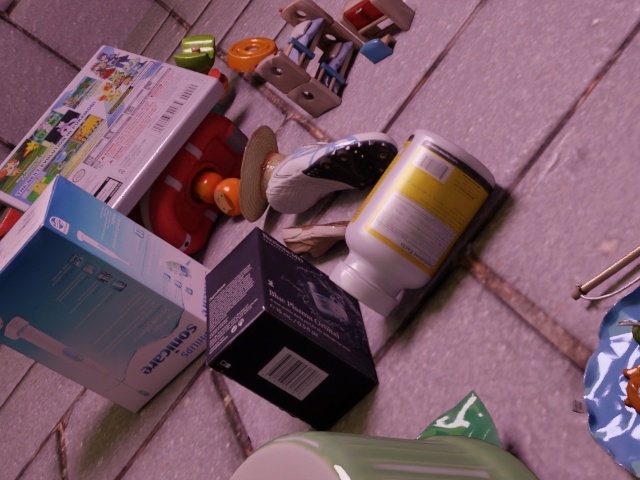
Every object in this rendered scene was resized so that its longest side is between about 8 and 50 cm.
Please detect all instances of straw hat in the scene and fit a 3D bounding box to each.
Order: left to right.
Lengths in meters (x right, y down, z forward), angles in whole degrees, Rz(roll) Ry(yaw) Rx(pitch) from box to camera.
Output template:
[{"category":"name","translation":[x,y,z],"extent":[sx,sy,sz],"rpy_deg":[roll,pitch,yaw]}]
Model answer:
[{"category":"straw hat","translation":[-0.062,-0.092,1.393],"extent":[0.061,0.144,0.144],"rpy_deg":[9,61,20]}]

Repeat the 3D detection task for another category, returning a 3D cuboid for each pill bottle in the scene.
[{"category":"pill bottle","translation":[0.091,-0.016,1.000],"extent":[0.184,0.103,0.103],"rpy_deg":[-55,26,1]}]

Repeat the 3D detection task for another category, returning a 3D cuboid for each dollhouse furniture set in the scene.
[{"category":"dollhouse furniture set","translation":[0.018,-0.296,1.428],"extent":[0.184,0.129,0.129],"rpy_deg":[-20,43,50]}]

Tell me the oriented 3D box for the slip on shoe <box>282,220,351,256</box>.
[{"category":"slip on shoe","translation":[0.000,0.000,1.214],"extent":[0.135,0.051,0.041],"rpy_deg":[-4,95,49]}]

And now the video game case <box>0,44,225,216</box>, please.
[{"category":"video game case","translation":[-0.350,-0.159,1.539],"extent":[0.300,0.036,0.329],"rpy_deg":[22,69,37]}]

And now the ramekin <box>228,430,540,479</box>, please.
[{"category":"ramekin","translation":[0.022,0.271,0.636],"extent":[0.303,0.148,0.303],"rpy_deg":[-36,46,49]}]

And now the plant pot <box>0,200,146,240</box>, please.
[{"category":"plant pot","translation":[-0.386,-0.077,1.740],"extent":[0.267,0.236,0.267],"rpy_deg":[-19,43,51]}]

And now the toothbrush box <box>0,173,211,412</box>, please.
[{"category":"toothbrush box","translation":[-0.312,0.083,1.356],"extent":[0.216,0.295,0.126],"rpy_deg":[-43,27,26]}]

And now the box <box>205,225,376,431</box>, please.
[{"category":"box","translation":[-0.035,0.092,1.027],"extent":[0.093,0.156,0.158],"rpy_deg":[-45,27,19]}]

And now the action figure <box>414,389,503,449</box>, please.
[{"category":"action figure","translation":[0.123,0.223,0.709],"extent":[0.137,0.063,0.232],"rpy_deg":[-51,27,6]}]

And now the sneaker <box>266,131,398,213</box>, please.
[{"category":"sneaker","translation":[0.012,-0.102,1.260],"extent":[0.237,0.085,0.086],"rpy_deg":[-20,47,49]}]

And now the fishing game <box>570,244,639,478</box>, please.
[{"category":"fishing game","translation":[0.256,0.078,0.679],"extent":[0.189,0.041,0.264],"rpy_deg":[-40,29,24]}]

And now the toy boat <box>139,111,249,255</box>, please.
[{"category":"toy boat","translation":[-0.174,-0.081,1.528],"extent":[0.151,0.151,0.231],"rpy_deg":[23,78,34]}]

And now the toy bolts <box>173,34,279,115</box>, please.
[{"category":"toy bolts","translation":[-0.182,-0.264,1.792],"extent":[0.218,0.158,0.228],"rpy_deg":[0,36,12]}]
